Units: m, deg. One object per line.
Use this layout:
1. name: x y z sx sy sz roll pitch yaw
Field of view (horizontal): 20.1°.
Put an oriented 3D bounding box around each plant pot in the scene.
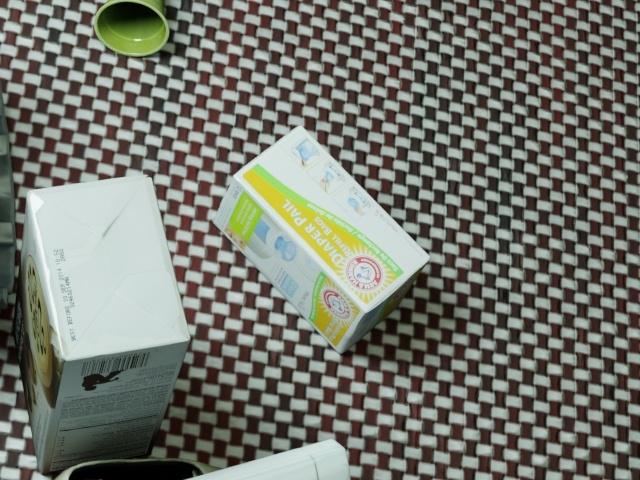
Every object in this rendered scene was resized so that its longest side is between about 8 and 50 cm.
1. plant pot: -0.206 -0.262 2.010 0.083 0.083 0.079 13 48 -10

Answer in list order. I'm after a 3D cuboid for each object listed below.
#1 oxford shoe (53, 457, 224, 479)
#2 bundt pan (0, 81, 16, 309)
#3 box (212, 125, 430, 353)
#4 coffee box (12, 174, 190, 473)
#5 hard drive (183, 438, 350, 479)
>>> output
1. oxford shoe: -0.092 0.275 1.719 0.348 0.130 0.123 5 61 -14
2. bundt pan: -0.381 -0.091 1.735 0.124 0.331 0.331 -6 64 -1
3. box: 0.000 0.000 1.903 0.203 0.114 0.103 46 61 9
4. coffee box: -0.212 0.086 1.688 0.118 0.297 0.168 -8 66 -16
5. hard drive: -0.130 0.336 1.646 0.353 0.047 0.233 -13 108 -21
